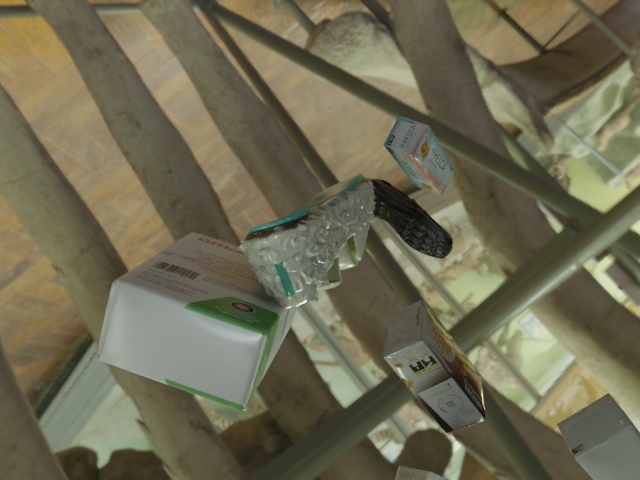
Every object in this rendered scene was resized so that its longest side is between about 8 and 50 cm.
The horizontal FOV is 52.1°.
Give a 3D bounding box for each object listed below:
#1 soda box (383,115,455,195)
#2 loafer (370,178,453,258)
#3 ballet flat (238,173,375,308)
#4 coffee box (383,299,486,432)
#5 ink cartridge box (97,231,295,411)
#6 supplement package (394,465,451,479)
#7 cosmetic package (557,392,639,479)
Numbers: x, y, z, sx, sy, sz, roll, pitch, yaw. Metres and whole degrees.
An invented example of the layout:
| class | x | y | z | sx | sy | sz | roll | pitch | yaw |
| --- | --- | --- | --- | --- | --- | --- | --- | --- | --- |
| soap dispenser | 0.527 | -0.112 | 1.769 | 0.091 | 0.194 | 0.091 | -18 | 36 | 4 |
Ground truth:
| class | x | y | z | sx | sy | sz | roll | pitch | yaw |
| --- | --- | --- | --- | --- | --- | --- | --- | --- | --- |
| soda box | 0.175 | -0.143 | 1.133 | 0.058 | 0.062 | 0.183 | -62 | 150 | -5 |
| loafer | 0.165 | -0.050 | 1.243 | 0.078 | 0.223 | 0.076 | -31 | 150 | -40 |
| ballet flat | 0.000 | 0.000 | 0.984 | 0.147 | 0.147 | 0.409 | -47 | 176 | 24 |
| coffee box | 0.243 | 0.268 | 1.389 | 0.098 | 0.247 | 0.141 | -29 | -158 | 25 |
| ink cartridge box | -0.148 | 0.096 | 0.917 | 0.278 | 0.201 | 0.117 | -56 | 163 | -74 |
| supplement package | 0.248 | 0.600 | 1.344 | 0.263 | 0.199 | 0.198 | 112 | 1 | -72 |
| cosmetic package | 0.584 | 0.426 | 1.279 | 0.127 | 0.238 | 0.107 | -35 | -159 | 13 |
